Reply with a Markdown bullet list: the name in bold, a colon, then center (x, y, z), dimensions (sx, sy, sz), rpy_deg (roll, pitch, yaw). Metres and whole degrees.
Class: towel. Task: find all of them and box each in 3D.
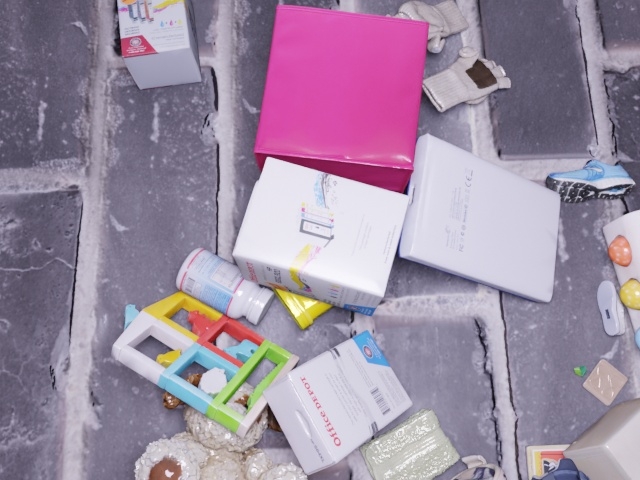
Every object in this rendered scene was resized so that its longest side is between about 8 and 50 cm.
- **towel**: center (0.153, 0.365, 1.017), dimensions (0.148, 0.027, 0.110), rpy_deg (-28, 78, -7)

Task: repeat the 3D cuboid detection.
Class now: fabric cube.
- **fabric cube**: center (0.036, -0.215, 1.049), dimensions (0.255, 0.259, 0.257), rpy_deg (6, 78, 0)

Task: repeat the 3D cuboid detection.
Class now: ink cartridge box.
- **ink cartridge box**: center (0.000, 0.000, 0.962), dimensions (0.233, 0.171, 0.168), rpy_deg (16, 73, 3)
- **ink cartridge box**: center (0.030, 0.254, 0.961), dimensions (0.203, 0.086, 0.148), rpy_deg (-18, 73, -45)
- **ink cartridge box**: center (-0.312, -0.408, 1.161), dimensions (0.128, 0.127, 0.176), rpy_deg (-9, 75, -2)

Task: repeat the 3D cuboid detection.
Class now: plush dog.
- **plush dog**: center (-0.157, 0.332, 0.968), dimensions (0.263, 0.210, 0.225), rpy_deg (18, 58, -14)

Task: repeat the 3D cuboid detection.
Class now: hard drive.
- **hard drive**: center (0.285, -0.031, 1.034), dimensions (0.319, 0.040, 0.210), rpy_deg (18, 74, -27)

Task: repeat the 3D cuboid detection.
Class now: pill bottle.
- **pill bottle**: center (-0.166, 0.083, 1.056), dimensions (0.160, 0.087, 0.087), rpy_deg (28, 77, 6)

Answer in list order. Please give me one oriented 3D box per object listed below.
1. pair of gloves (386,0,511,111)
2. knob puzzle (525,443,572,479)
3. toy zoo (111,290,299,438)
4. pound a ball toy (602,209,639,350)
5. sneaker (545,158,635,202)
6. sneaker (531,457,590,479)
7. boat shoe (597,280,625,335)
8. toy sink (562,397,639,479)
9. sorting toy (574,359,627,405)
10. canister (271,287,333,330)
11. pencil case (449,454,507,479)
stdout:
- **pair of gloves**: center (0.249, -0.372, 1.161), dimensions (0.204, 0.042, 0.240), rpy_deg (-20, 77, -32)
- **knob puzzle**: center (0.451, 0.434, 0.999), dimensions (0.213, 0.030, 0.213), rpy_deg (0, 75, 0)
- **toy zoo**: center (-0.202, 0.182, 0.990), dimensions (0.293, 0.192, 0.030), rpy_deg (29, 121, 10)
- **pound a ball toy**: center (0.586, 0.054, 1.006), dimensions (0.136, 0.208, 0.318), rpy_deg (-10, 77, -3)
- **sneaker**: center (0.505, -0.117, 1.136), dimensions (0.162, 0.063, 0.073), rpy_deg (0, 57, -4)
- **sneaker**: center (0.424, 0.439, 0.938), dimensions (0.086, 0.163, 0.226), rpy_deg (-41, 119, 9)
- **boat shoe**: center (0.531, 0.122, 1.081), dimensions (0.035, 0.035, 0.100), rpy_deg (6, 70, -27)
- **toy sink**: center (0.535, 0.389, 0.946), dimensions (0.153, 0.131, 0.234), rpy_deg (-30, 74, -23)
- **sorting toy**: center (0.492, 0.242, 1.057), dimensions (0.083, 0.012, 0.062), rpy_deg (40, 84, 6)
- **canister**: center (0.002, 0.061, 1.071), dimensions (0.170, 0.073, 0.126), rpy_deg (-35, 78, -10)
- **pencil case**: center (0.333, 0.534, 0.906), dimensions (0.410, 0.160, 0.184), rpy_deg (50, 37, 12)
